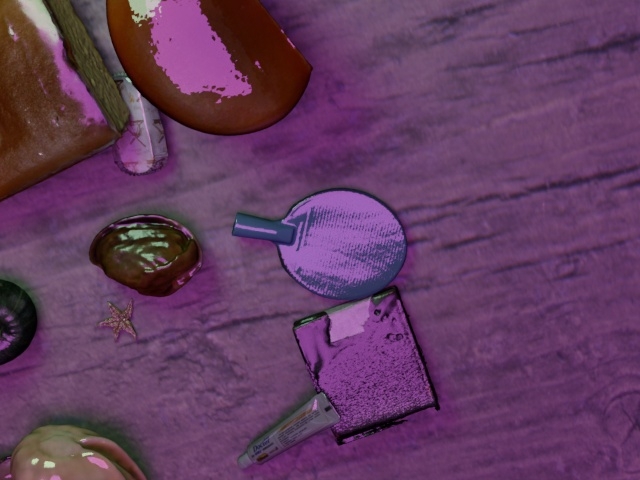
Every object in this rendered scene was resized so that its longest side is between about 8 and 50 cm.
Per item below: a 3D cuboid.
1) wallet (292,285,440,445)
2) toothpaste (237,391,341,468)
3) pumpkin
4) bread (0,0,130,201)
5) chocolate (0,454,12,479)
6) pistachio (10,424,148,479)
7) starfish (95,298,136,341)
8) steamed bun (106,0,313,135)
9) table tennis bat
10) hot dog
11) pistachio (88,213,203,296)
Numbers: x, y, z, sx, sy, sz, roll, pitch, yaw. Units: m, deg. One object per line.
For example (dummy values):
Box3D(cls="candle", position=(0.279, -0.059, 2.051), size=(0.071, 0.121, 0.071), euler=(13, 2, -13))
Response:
Box3D(cls="wallet", position=(0.089, 0.243, 1.941), size=(0.221, 0.071, 0.262), euler=(-20, 98, 5))
Box3D(cls="toothpaste", position=(-0.067, 0.378, 1.957), size=(0.255, 0.037, 0.067), euler=(-37, 83, 26))
Box3D(cls="pumpkin", position=(-0.609, 0.150, 1.867), size=(0.167, 0.125, 0.167), euler=(0, 94, -1))
Box3D(cls="bread", position=(-0.534, -0.256, 1.726), size=(0.333, 0.143, 0.323), euler=(-24, 105, 16))
Box3D(cls="chocolate", position=(-0.604, 0.544, 1.996), size=(0.161, 0.083, 0.261), euler=(-24, 105, -13))
Box3D(cls="pistachio", position=(-0.447, 0.479, 1.927), size=(0.214, 0.193, 0.318), euler=(-30, 113, 20))
Box3D(cls="starfish", position=(-0.378, 0.153, 1.929), size=(0.086, 0.016, 0.092), euler=(-40, 97, 10))
Box3D(cls="steamed bun", position=(-0.208, -0.330, 1.687), size=(0.248, 0.235, 0.379), euler=(-40, 104, 4))
Box3D(cls="table tennis bat", position=(0.000, 0.000, 1.885), size=(0.329, 0.044, 0.215), euler=(11, 106, -7))
Box3D(cls="hot dog", position=(-0.332, -0.207, 1.811), size=(0.108, 0.059, 0.191), euler=(-7, 108, 11))
Box3D(cls="pistachio", position=(-0.319, 0.031, 1.841), size=(0.210, 0.130, 0.165), euler=(3, 108, 6))
